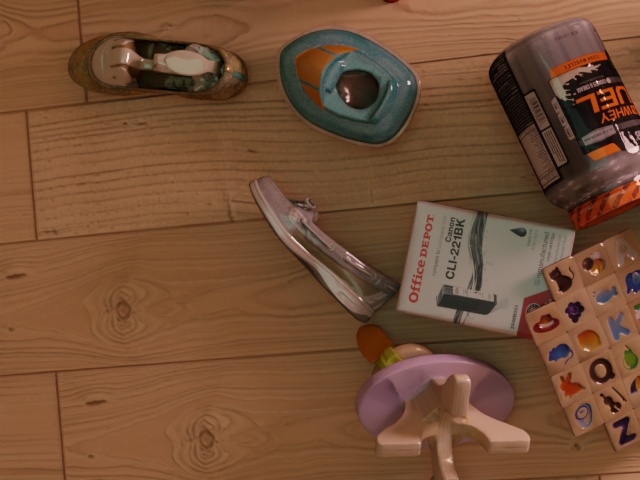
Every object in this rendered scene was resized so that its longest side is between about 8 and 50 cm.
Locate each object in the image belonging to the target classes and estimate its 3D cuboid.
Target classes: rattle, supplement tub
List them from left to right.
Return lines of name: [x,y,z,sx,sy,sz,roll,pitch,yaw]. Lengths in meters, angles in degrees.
rattle: [0.169,0.233,1.959,0.200,0.143,0.130,11,93,-23]
supplement tub: [0.424,-0.189,1.824,0.194,0.193,0.315,-25,81,8]

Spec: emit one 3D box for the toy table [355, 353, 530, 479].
toy table: [0.207,0.300,1.836,0.275,0.161,0.252,-11,115,-5]

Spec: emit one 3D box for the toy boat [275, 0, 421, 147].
toy boat: [0.065,-0.333,1.920,0.268,0.148,0.318,23,94,9]

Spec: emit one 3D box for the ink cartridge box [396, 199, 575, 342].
ink cartridge box: [0.280,0.050,1.896,0.273,0.114,0.196,11,92,9]

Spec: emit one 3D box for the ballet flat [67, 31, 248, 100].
ballet flat: [-0.307,-0.319,2.000,0.349,0.123,0.123,7,91,10]

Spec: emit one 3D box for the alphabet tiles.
alphabet tiles: [0.505,0.167,1.844,0.285,0.011,0.342,-25,99,-8]

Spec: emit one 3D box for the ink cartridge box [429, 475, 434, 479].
ink cartridge box: [0.225,0.581,1.931,0.239,0.060,0.275,32,95,-17]

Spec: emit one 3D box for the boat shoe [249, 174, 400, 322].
boat shoe: [0.001,0.001,1.949,0.103,0.118,0.320,-42,87,1]
